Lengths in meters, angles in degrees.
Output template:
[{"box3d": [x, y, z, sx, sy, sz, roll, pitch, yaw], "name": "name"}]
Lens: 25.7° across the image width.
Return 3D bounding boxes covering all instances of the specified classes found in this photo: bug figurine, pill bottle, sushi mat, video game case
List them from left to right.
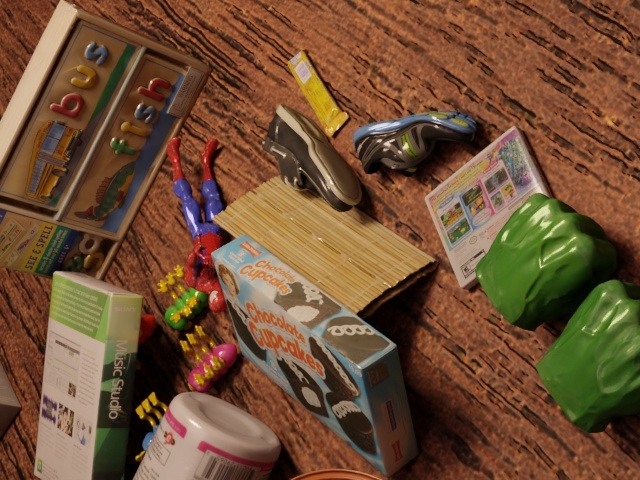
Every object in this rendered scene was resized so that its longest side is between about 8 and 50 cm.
[{"box3d": [-0.216, 0.175, 2.020, 0.216, 0.072, 0.279, -43, 46, 18], "name": "bug figurine"}, {"box3d": [-0.181, 0.359, 1.862, 0.160, 0.160, 0.283, 35, 101, 44], "name": "pill bottle"}, {"box3d": [0.000, 0.000, 1.842, 0.151, 0.019, 0.316, -33, 42, -21], "name": "sushi mat"}, {"box3d": [0.209, -0.040, 1.717, 0.157, 0.019, 0.143, -40, 52, 29], "name": "video game case"}]

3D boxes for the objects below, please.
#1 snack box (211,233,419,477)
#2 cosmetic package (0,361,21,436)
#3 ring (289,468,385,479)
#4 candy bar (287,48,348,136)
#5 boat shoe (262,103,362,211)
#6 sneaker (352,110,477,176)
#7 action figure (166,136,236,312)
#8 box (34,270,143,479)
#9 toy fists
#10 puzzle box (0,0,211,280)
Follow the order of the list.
[{"box3d": [-0.010, 0.138, 1.761, 0.060, 0.187, 0.322, -32, 41, -22], "name": "snack box"}, {"box3d": [-0.607, 0.222, 2.344, 0.107, 0.127, 0.238, -55, 45, 17], "name": "cosmetic package"}, {"box3d": [0.013, 0.444, 1.689, 0.336, 0.032, 0.336, -7, 76, 30], "name": "ring"}, {"box3d": [-0.006, -0.212, 1.981, 0.040, 0.018, 0.161, -45, 50, 20], "name": "candy bar"}, {"box3d": [-0.014, -0.098, 1.905, 0.079, 0.084, 0.233, -52, 40, 13], "name": "boat shoe"}, {"box3d": [0.125, -0.123, 1.804, 0.188, 0.067, 0.078, -10, 91, 40], "name": "sneaker"}, {"box3d": [-0.156, -0.038, 1.998, 0.139, 0.091, 0.280, 124, 140, -56], "name": "action figure"}, {"box3d": [-0.344, 0.219, 2.064, 0.232, 0.058, 0.322, 14, 100, 58], "name": "box"}, {"box3d": [0.289, 0.070, 1.553, 0.142, 0.096, 0.279, -53, 48, 31], "name": "toy fists"}, {"box3d": [-0.364, -0.133, 2.121, 0.052, 0.272, 0.409, 38, 105, 44], "name": "puzzle box"}]
